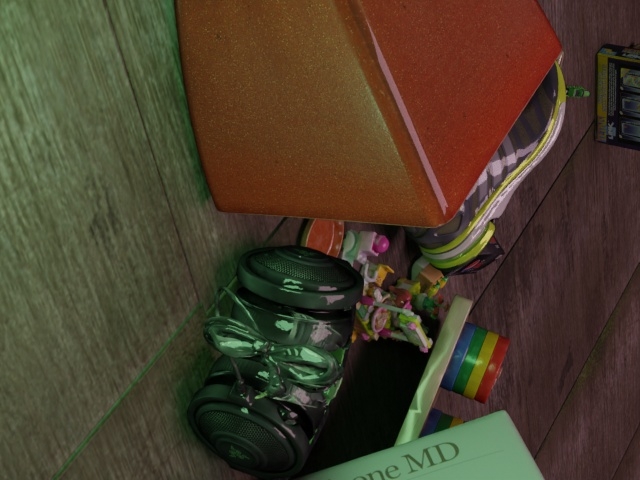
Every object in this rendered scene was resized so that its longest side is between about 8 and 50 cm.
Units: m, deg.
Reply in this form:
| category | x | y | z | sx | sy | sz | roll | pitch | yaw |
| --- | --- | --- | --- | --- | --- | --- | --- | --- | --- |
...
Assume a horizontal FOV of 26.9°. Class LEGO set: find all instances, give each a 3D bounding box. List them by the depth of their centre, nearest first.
| category | x | y | z | sx | sy | sz | roll | pitch | yaw |
| --- | --- | --- | --- | --- | --- | --- | --- | --- | --- |
| LEGO set | 0.109 | 0.076 | 1.631 | 0.287 | 0.107 | 0.132 | 19 | 86 | -62 |

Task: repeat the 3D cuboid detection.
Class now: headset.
| category | x | y | z | sx | sy | sz | roll | pitch | yaw |
| --- | --- | --- | --- | --- | --- | --- | --- | --- | --- |
| headset | -0.020 | 0.124 | 1.337 | 0.394 | 0.185 | 0.243 | 40 | 67 | -71 |

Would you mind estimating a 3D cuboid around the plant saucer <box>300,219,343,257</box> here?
| category | x | y | z | sx | sy | sz | roll | pitch | yaw |
| --- | --- | --- | --- | --- | --- | --- | --- | --- | --- |
| plant saucer | 0.000 | 0.000 | 1.496 | 0.083 | 0.013 | 0.083 | -36 | 133 | -49 |

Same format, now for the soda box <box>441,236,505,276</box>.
| category | x | y | z | sx | sy | sz | roll | pitch | yaw |
| --- | --- | --- | --- | --- | --- | --- | --- | --- | --- |
| soda box | 0.188 | 0.008 | 1.753 | 0.053 | 0.060 | 0.169 | -34 | 169 | 16 |

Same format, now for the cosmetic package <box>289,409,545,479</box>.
| category | x | y | z | sx | sy | sz | roll | pitch | yaw |
| --- | --- | --- | --- | --- | --- | --- | --- | --- | --- |
| cosmetic package | 0.136 | 0.470 | 1.462 | 0.329 | 0.394 | 0.327 | -17 | 130 | -6 |

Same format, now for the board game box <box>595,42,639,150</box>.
| category | x | y | z | sx | sy | sz | roll | pitch | yaw |
| --- | --- | --- | --- | --- | --- | --- | --- | --- | --- |
| board game box | 0.527 | -0.230 | 2.208 | 0.048 | 0.141 | 0.170 | -44 | 140 | -40 |

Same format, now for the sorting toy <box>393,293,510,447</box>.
| category | x | y | z | sx | sy | sz | roll | pitch | yaw |
| --- | --- | --- | --- | --- | --- | --- | --- | --- | --- |
| sorting toy | 0.163 | 0.220 | 1.718 | 0.255 | 0.089 | 0.257 | 70 | 42 | -78 |

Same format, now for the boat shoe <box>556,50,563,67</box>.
| category | x | y | z | sx | sy | sz | roll | pitch | yaw |
| --- | --- | --- | --- | --- | --- | --- | --- | --- | --- |
| boat shoe | 0.310 | -0.195 | 1.827 | 0.049 | 0.043 | 0.137 | -51 | 141 | -60 |

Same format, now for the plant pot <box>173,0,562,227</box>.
| category | x | y | z | sx | sy | sz | roll | pitch | yaw |
| --- | --- | --- | --- | --- | --- | --- | --- | --- | --- |
| plant pot | 0.022 | -0.193 | 1.213 | 0.267 | 0.267 | 0.236 | -54 | 132 | -34 |

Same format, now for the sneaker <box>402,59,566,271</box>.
| category | x | y | z | sx | sy | sz | roll | pitch | yaw |
| --- | --- | --- | --- | --- | --- | --- | --- | --- | --- |
| sneaker | 0.191 | -0.113 | 1.612 | 0.121 | 0.111 | 0.300 | 36 | 79 | -40 |

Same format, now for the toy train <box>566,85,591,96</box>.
| category | x | y | z | sx | sy | sz | roll | pitch | yaw |
| --- | --- | --- | --- | --- | --- | --- | --- | --- | --- |
| toy train | 0.405 | -0.233 | 2.109 | 0.083 | 0.023 | 0.017 | -9 | 111 | -59 |

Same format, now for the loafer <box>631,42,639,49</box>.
| category | x | y | z | sx | sy | sz | roll | pitch | yaw |
| --- | --- | --- | --- | --- | --- | --- | --- | --- | --- |
| loafer | 0.544 | -0.271 | 2.316 | 0.056 | 0.050 | 0.148 | 42 | 66 | -59 |
